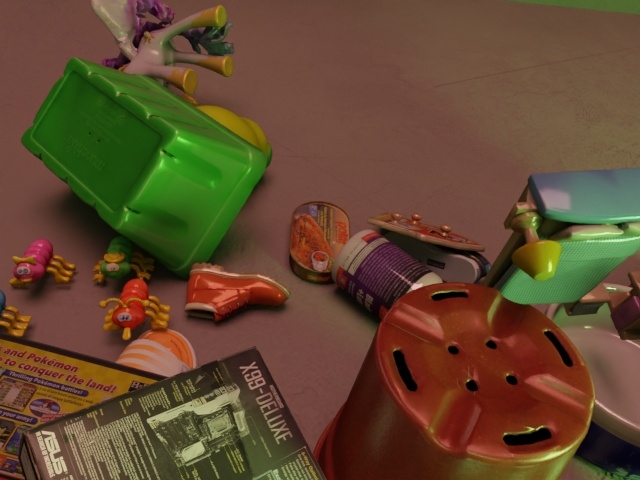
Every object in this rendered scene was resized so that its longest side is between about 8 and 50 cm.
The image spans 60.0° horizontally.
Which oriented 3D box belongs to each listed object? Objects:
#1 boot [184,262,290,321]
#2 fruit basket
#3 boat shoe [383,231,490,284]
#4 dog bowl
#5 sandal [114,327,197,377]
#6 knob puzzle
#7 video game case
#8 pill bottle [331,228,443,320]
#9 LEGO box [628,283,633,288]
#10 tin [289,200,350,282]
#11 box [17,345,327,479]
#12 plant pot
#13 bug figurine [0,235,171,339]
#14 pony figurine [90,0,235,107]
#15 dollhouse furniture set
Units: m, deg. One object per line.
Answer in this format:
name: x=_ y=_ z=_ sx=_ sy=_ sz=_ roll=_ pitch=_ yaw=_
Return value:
boot: x=-0.127 y=0.090 z=0.841 sx=0.158 sy=0.059 sz=0.084 roll=9 pitch=54 yaw=-1
fruit basket: x=-0.251 y=-0.132 z=0.971 sx=0.392 sy=0.282 sz=0.392 roll=33 pitch=4 yaw=-3
boat shoe: x=0.199 y=0.031 z=0.962 sx=0.183 sy=0.065 sz=0.083 roll=24 pitch=17 yaw=32
dog bowl: x=0.426 y=0.187 z=0.768 sx=0.265 sy=0.104 sz=0.264 roll=5 pitch=40 yaw=-4
sandal: x=-0.224 y=0.198 z=0.675 sx=0.102 sy=0.076 sz=0.265 roll=11 pitch=40 yaw=2
knob puzzle: x=0.193 y=-0.022 z=0.966 sx=0.213 sy=0.029 sz=0.213 roll=15 pitch=10 yaw=-3
video game case: x=-0.320 y=0.220 z=0.562 sx=0.275 sy=0.035 sz=0.248 roll=14 pitch=45 yaw=2
pill bottle: x=0.119 y=0.075 z=0.853 sx=0.108 sy=0.108 sz=0.193 roll=-29 pitch=53 yaw=-35
LEGO box: x=0.702 y=0.119 z=0.700 sx=0.193 sy=0.372 sz=0.500 roll=-8 pitch=44 yaw=-24
tin: x=0.000 y=0.000 z=0.974 sx=0.106 sy=0.040 sz=0.189 roll=3 pitch=41 yaw=-1
box: x=-0.103 y=0.276 z=0.512 sx=0.243 sy=0.076 sz=0.307 roll=-14 pitch=63 yaw=-39
plant pot: x=0.134 y=0.205 z=0.587 sx=0.273 sy=0.265 sz=0.272 roll=5 pitch=41 yaw=-4
bug figurine: x=-0.357 y=0.065 z=0.784 sx=0.279 sy=0.072 sz=0.216 roll=-4 pitch=35 yaw=-8
pony figurine: x=-0.368 y=-0.412 z=1.206 sx=0.364 sy=0.302 sz=0.350 roll=5 pitch=63 yaw=24
dollhouse furniture set: x=0.317 y=0.088 z=0.596 sx=0.304 sy=0.286 sz=0.198 roll=-2 pitch=57 yaw=-7
